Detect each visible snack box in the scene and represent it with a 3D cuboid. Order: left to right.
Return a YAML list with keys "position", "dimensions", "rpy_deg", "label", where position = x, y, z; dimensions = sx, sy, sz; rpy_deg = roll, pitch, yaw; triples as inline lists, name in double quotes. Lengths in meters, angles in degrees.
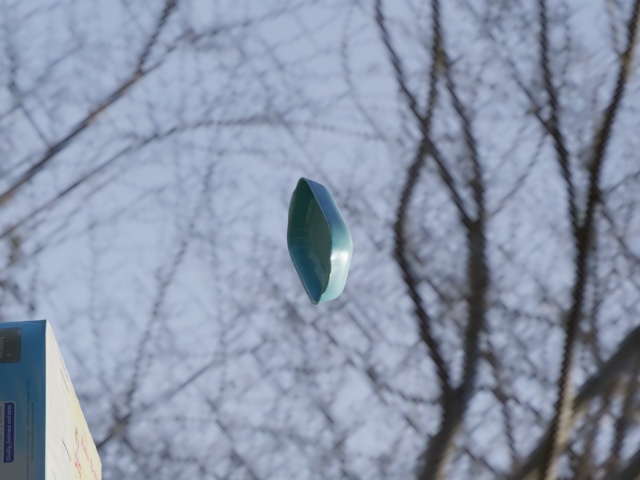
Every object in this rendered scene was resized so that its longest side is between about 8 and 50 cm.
- position: [-0.225, 0.215, 1.562]
  dimensions: [0.322, 0.060, 0.187]
  rpy_deg: [86, 0, -62]
  label: "snack box"

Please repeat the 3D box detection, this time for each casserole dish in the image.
- position: [0.000, 0.000, 2.354]
  dimensions: [0.188, 0.037, 0.114]
  rpy_deg: [-117, -146, -54]
  label: "casserole dish"
